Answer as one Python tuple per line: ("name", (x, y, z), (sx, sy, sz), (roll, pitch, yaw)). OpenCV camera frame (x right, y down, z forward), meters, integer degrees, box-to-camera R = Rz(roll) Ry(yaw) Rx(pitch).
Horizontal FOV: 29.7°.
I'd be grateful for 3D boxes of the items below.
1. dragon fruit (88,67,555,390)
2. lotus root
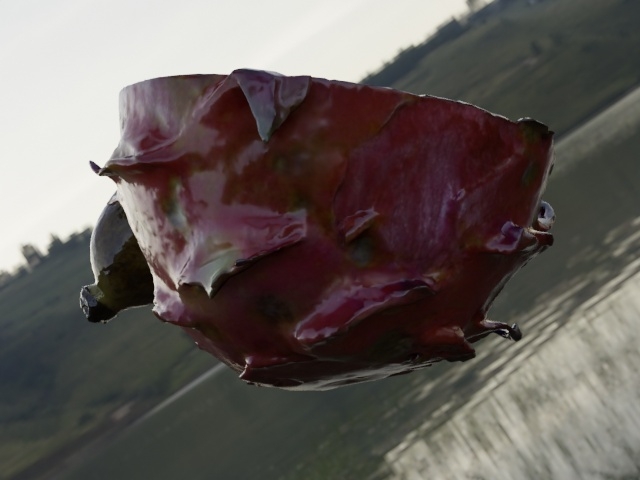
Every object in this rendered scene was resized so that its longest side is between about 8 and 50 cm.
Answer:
("dragon fruit", (0.000, 0.000, 0.981), (0.371, 0.249, 0.386), (5, -5, 18))
("lotus root", (-0.193, -0.011, 1.409), (0.260, 0.128, 0.145), (-56, -16, -12))
